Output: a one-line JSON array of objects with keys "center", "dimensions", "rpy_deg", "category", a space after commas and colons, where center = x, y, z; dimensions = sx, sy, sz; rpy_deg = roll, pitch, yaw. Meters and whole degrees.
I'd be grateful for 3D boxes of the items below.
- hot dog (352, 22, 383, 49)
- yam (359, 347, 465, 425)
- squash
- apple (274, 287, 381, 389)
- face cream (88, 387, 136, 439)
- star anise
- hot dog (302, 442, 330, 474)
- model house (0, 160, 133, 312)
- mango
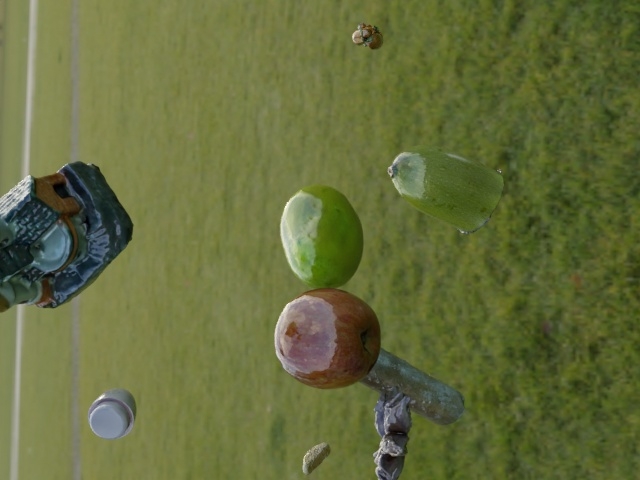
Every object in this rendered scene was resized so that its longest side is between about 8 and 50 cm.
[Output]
[{"center": [0.111, -0.471, 2.246], "dimensions": [0.188, 0.072, 0.055], "rpy_deg": [-70, -4, -77], "category": "hot dog"}, {"center": [0.174, 0.298, 2.020], "dimensions": [0.093, 0.259, 0.093], "rpy_deg": [-56, 12, 18], "category": "yam"}, {"center": [0.189, -0.093, 1.566], "dimensions": [0.123, 0.187, 0.123], "rpy_deg": [-43, 36, 43], "category": "squash"}, {"center": [0.017, 0.180, 1.786], "dimensions": [0.174, 0.188, 0.188], "rpy_deg": [-1, 87, 30], "category": "apple"}, {"center": [-0.408, 0.340, 1.919], "dimensions": [0.095, 0.091, 0.091], "rpy_deg": [-79, -3, -72], "category": "face cream"}, {"center": [0.122, 0.350, 1.698], "dimensions": [0.195, 0.065, 0.182], "rpy_deg": [160, 114, -85], "category": "star anise"}, {"center": [-0.015, 0.476, 2.135], "dimensions": [0.034, 0.090, 0.030], "rpy_deg": [14, 127, 37], "category": "hot dog"}, {"center": [-0.490, 0.008, 1.612], "dimensions": [0.253, 0.291, 0.184], "rpy_deg": [-37, 83, 19], "category": "model house"}, {"center": [0.005, 0.002, 2.007], "dimensions": [0.149, 0.185, 0.273], "rpy_deg": [-33, 38, 25], "category": "mango"}]
